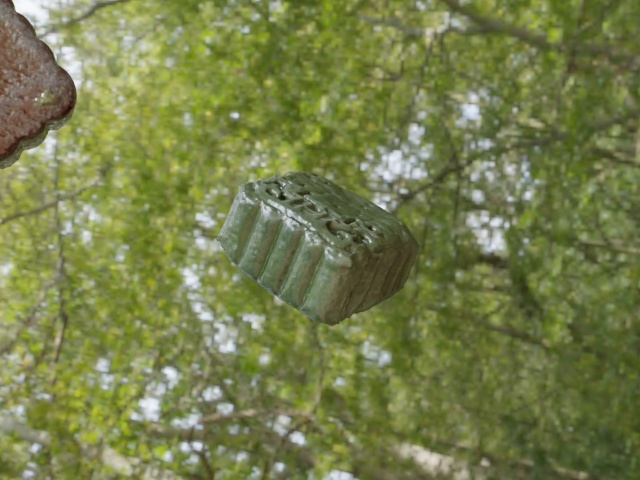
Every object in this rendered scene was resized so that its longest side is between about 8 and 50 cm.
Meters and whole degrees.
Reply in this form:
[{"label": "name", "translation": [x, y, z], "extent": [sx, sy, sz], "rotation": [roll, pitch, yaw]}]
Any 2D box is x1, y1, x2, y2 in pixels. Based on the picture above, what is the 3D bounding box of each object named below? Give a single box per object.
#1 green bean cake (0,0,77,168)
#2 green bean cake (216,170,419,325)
[{"label": "green bean cake", "translation": [-0.415, -0.168, 1.293], "extent": [0.233, 0.097, 0.198], "rotation": [-42, -86, -13]}, {"label": "green bean cake", "translation": [0.000, 0.000, 1.486], "extent": [0.227, 0.223, 0.125], "rotation": [-14, -50, -60]}]
